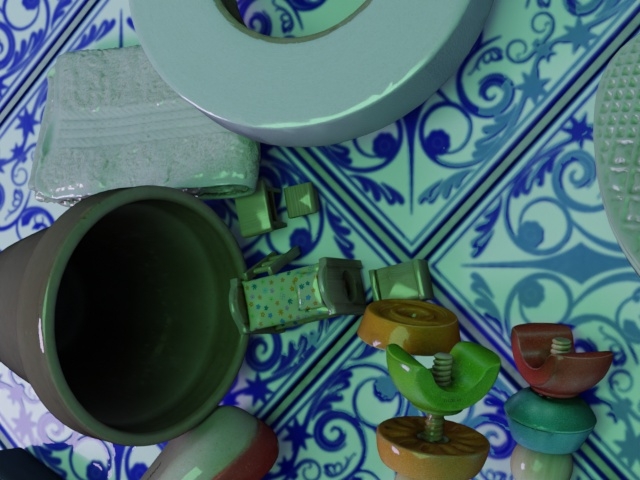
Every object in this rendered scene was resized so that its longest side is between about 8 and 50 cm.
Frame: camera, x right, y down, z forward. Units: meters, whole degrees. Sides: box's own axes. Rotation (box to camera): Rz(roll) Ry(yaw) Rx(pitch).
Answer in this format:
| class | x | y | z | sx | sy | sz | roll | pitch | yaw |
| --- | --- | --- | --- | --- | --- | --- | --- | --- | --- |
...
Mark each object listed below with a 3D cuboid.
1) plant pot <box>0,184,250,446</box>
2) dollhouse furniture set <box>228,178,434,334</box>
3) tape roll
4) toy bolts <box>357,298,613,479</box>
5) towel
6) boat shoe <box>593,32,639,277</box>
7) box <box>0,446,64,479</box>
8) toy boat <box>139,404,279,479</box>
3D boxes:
| class | x | y | z | sx | sy | sz | roll | pitch | yaw |
| --- | --- | --- | --- | --- | --- | --- | --- | --- | --- |
| plant pot | -0.240 | 0.070 | 1.451 | 0.229 | 0.263 | 0.263 | 3 | 88 | 46 |
| dollhouse furniture set | 0.000 | 0.000 | 1.406 | 0.182 | 0.101 | 0.161 | -15 | 81 | 23 |
| tape roll | -0.010 | -0.289 | 1.407 | 0.392 | 0.072 | 0.392 | -5 | 75 | 19 |
| toy bolts | 0.143 | 0.161 | 1.306 | 0.228 | 0.218 | 0.158 | 1 | 105 | -19 |
| towel | -0.188 | -0.131 | 1.504 | 0.282 | 0.049 | 0.187 | -3 | 68 | 24 |
| boat shoe | 0.395 | 0.025 | 1.201 | 0.187 | 0.156 | 0.500 | -39 | 61 | 23 |
| box | -0.341 | 0.341 | 1.550 | 0.156 | 0.093 | 0.158 | 32 | 101 | 23 |
| toy boat | -0.116 | 0.288 | 1.443 | 0.151 | 0.151 | 0.231 | 36 | 105 | -9 |
